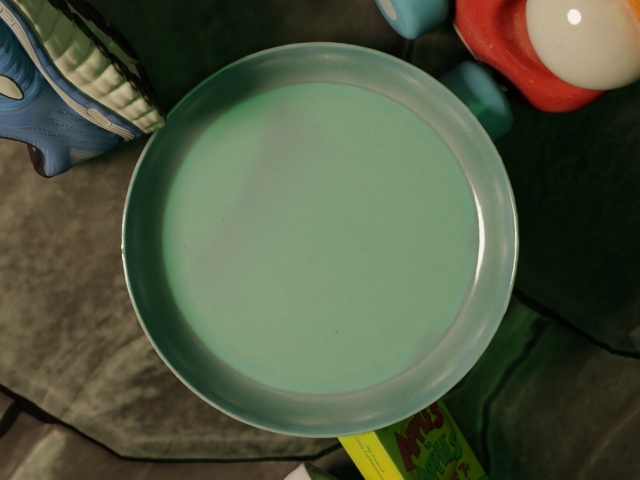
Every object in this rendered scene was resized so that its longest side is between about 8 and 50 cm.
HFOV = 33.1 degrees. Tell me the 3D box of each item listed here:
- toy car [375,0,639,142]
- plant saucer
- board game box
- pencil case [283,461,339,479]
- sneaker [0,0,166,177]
[{"bbox_3d":[0.190,-0.192,0.815,0.219,0.238,0.210,-33,104,-5],"label":"toy car"},{"bbox_3d":[0.000,0.000,0.878,0.318,0.044,0.317,0,94,2],"label":"plant saucer"},{"bbox_3d":[0.095,0.209,0.939,0.092,0.043,0.181,-45,110,-44],"label":"board game box"},{"bbox_3d":[-0.056,0.319,0.916,0.273,0.113,0.124,-46,129,-2],"label":"pencil case"},{"bbox_3d":[-0.251,-0.143,0.740,0.147,0.129,0.330,-37,137,7],"label":"sneaker"}]
